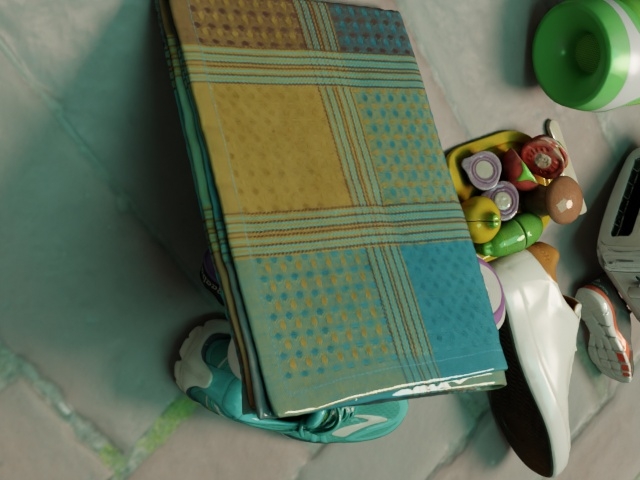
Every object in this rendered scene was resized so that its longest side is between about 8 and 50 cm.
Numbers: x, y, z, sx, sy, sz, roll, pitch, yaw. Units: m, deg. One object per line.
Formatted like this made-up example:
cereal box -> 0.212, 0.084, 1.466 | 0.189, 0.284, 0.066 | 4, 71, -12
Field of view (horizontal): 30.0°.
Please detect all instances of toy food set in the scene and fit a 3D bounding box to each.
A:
toy food set -> 0.215, -0.052, 1.253 | 0.218, 0.071, 0.128 | -22, 103, -31

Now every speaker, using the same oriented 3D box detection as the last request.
speaker -> 0.372, -0.211, 1.300 | 0.296, 0.131, 0.131 | -11, 112, -35

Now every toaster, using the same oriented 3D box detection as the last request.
toaster -> 0.416, -0.014, 1.396 | 0.146, 0.129, 0.227 | 42, 63, -37

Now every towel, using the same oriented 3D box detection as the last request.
towel -> 0.012, -0.039, 1.002 | 0.271, 0.040, 0.370 | -1, 68, -38

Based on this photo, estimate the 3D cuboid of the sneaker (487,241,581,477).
sneaker -> 0.258, 0.135, 1.348 | 0.123, 0.106, 0.290 | -29, 120, -25

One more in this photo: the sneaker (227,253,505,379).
sneaker -> 0.032, 0.094, 1.077 | 0.305, 0.152, 0.114 | -9, 75, -42

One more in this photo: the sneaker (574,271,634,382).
sneaker -> 0.361, 0.105, 1.453 | 0.065, 0.061, 0.158 | -42, 128, -27

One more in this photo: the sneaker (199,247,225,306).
sneaker -> 0.000, 0.000, 1.123 | 0.283, 0.107, 0.124 | -2, 140, -49

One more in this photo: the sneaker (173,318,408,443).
sneaker -> -0.014, 0.155, 1.139 | 0.275, 0.110, 0.107 | 16, 98, -41
